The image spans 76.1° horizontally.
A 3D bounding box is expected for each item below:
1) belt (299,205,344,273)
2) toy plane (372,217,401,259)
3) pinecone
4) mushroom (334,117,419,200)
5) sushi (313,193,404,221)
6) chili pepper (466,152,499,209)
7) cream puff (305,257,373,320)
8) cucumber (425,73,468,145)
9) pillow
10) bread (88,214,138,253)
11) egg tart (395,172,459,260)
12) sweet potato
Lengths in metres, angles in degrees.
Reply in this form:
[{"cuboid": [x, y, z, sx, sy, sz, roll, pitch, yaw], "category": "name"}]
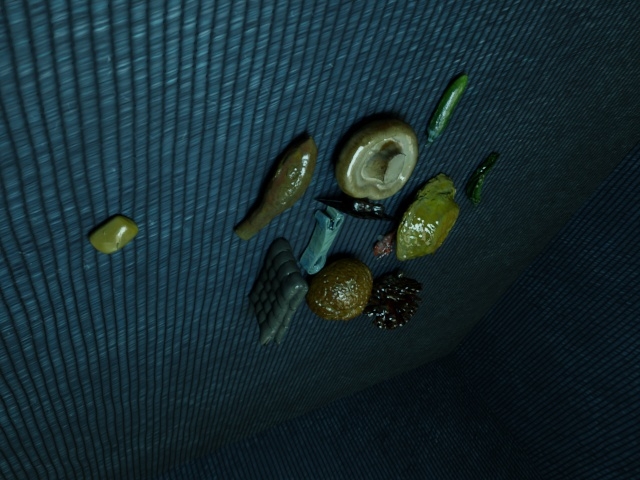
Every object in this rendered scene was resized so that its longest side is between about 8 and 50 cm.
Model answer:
[{"cuboid": [0.000, 0.000, 1.451, 0.087, 0.072, 0.303, -11, 139, -33], "category": "belt"}, {"cuboid": [0.280, -0.013, 1.668, 0.126, 0.077, 0.194, -4, 128, -41], "category": "toy plane"}, {"cuboid": [0.333, 0.286, 1.917, 0.298, 0.242, 0.296, 3, 130, -49], "category": "pinecone"}, {"cuboid": [0.174, -0.235, 1.236, 0.277, 0.146, 0.279, -18, 131, -22], "category": "mushroom"}, {"cuboid": [0.132, -0.118, 1.317, 0.231, 0.219, 0.047, 1, 109, -40], "category": "sushi"}, {"cuboid": [0.660, -0.235, 1.711, 0.122, 0.065, 0.279, -14, 137, -20], "category": "chili pepper"}, {"cuboid": [0.084, 0.205, 1.612, 0.302, 0.212, 0.303, -27, 160, -11], "category": "cream puff"}, {"cuboid": [0.388, -0.405, 1.294, 0.055, 0.056, 0.250, -7, 135, -33], "category": "cucumber"}, {"cuboid": [-0.149, 0.182, 1.413, 0.101, 0.228, 0.327, 3, 132, -33], "category": "pillow"}, {"cuboid": [-0.519, -0.009, 1.033, 0.115, 0.056, 0.082, -32, 146, -3], "category": "bread"}, {"cuboid": [0.426, -0.057, 1.611, 0.351, 0.153, 0.340, -40, 147, -29], "category": "egg tart"}, {"cuboid": [-0.119, -0.130, 1.172, 0.109, 0.109, 0.385, 11, 126, -46], "category": "sweet potato"}]
